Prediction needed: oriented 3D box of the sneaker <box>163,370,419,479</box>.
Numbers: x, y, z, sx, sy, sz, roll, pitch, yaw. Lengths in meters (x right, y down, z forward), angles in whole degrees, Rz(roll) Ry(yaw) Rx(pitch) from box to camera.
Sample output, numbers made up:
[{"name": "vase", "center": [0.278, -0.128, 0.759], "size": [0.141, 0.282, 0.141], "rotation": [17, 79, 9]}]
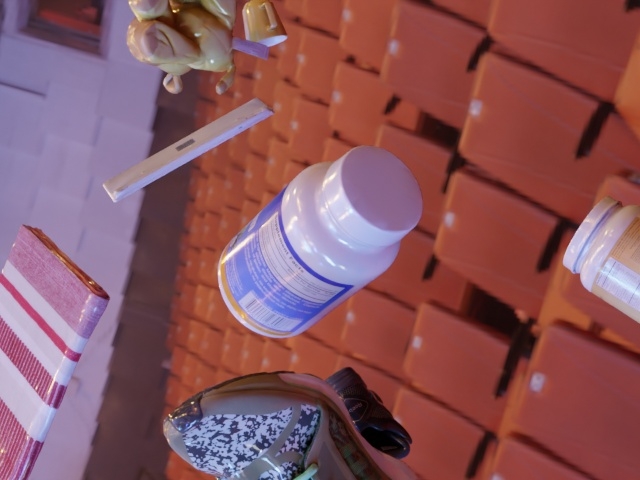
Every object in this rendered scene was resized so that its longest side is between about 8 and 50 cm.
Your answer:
[{"name": "sneaker", "center": [0.005, 0.277, 1.126], "size": [0.410, 0.158, 0.182], "rotation": [40, -160, -38]}]

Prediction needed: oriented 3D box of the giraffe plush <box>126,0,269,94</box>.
[{"name": "giraffe plush", "center": [-0.203, -0.297, 1.560], "size": [0.170, 0.210, 0.181], "rotation": [-1, 62, 54]}]

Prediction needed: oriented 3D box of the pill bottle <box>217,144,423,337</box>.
[{"name": "pill bottle", "center": [0.000, 0.000, 1.299], "size": [0.272, 0.152, 0.152], "rotation": [-41, 19, 48]}]

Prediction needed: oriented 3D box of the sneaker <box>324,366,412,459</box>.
[{"name": "sneaker", "center": [0.063, 0.257, 1.462], "size": [0.087, 0.130, 0.227], "rotation": [-32, -23, -5]}]

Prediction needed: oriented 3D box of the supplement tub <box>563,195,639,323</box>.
[{"name": "supplement tub", "center": [0.466, 0.039, 1.566], "size": [0.144, 0.199, 0.144], "rotation": [-43, -26, -26]}]

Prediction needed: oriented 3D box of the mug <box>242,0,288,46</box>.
[{"name": "mug", "center": [-0.081, -0.324, 1.609], "size": [0.062, 0.078, 0.064], "rotation": [-15, -92, -50]}]

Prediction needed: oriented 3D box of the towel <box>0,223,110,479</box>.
[{"name": "towel", "center": [-0.404, 0.168, 1.479], "size": [0.037, 0.237, 0.329], "rotation": [17, -77, -43]}]

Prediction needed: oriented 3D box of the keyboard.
[{"name": "keyboard", "center": [-0.186, -0.130, 1.535], "size": [0.014, 0.256, 0.072], "rotation": [64, 169, -25]}]
